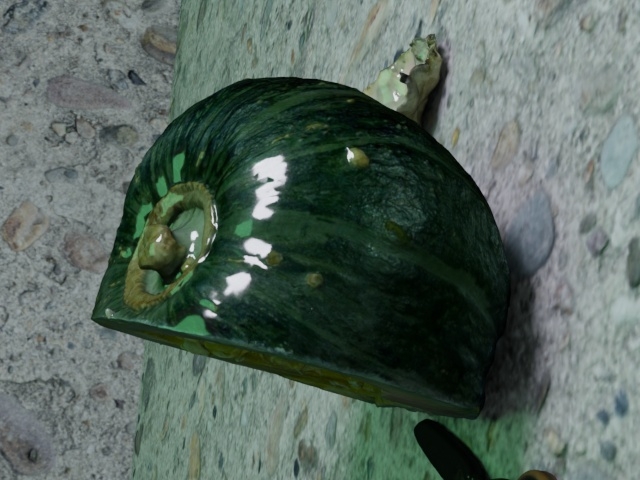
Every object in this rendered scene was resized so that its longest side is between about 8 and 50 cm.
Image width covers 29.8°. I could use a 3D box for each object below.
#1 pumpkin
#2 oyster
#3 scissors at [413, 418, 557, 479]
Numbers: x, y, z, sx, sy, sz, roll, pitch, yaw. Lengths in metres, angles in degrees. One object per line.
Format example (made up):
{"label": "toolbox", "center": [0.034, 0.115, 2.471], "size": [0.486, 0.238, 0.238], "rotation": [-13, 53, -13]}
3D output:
{"label": "pumpkin", "center": [0.000, 0.000, 0.812], "size": [0.293, 0.263, 0.197], "rotation": [2, 72, 60]}
{"label": "oyster", "center": [0.049, -0.080, 1.022], "size": [0.209, 0.072, 0.133], "rotation": [-56, 15, 9]}
{"label": "scissors", "center": [0.099, 0.158, 0.777], "size": [0.220, 0.017, 0.088], "rotation": [-138, 59, -72]}
